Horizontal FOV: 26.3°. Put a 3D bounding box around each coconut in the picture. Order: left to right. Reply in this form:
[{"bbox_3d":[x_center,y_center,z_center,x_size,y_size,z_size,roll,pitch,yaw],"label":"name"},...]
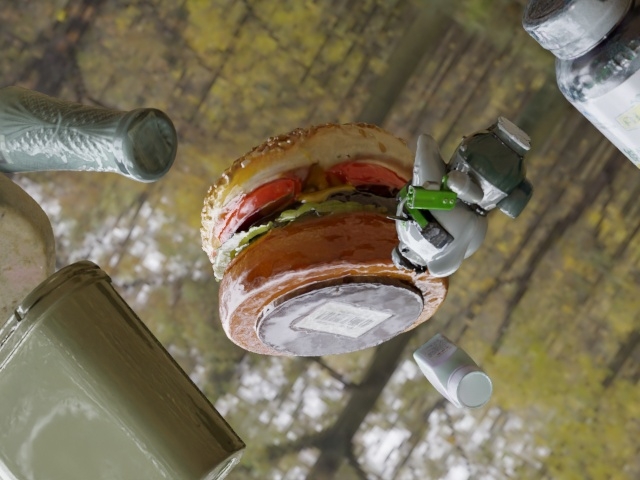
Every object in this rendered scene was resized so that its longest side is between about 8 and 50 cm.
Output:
[{"bbox_3d":[-0.423,0.019,1.559,0.227,0.227,0.230,23,176,-41],"label":"coconut"}]

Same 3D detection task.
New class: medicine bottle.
[{"bbox_3d":[0.175,0.174,1.770,0.074,0.055,0.118,56,174,-20],"label":"medicine bottle"},{"bbox_3d":[0.329,-0.151,1.337,0.293,0.141,0.141,40,-173,-19],"label":"medicine bottle"}]

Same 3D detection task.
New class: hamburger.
[{"bbox_3d":[0.000,0.000,1.876,0.330,0.330,0.250,21,-131,-45],"label":"hamburger"}]

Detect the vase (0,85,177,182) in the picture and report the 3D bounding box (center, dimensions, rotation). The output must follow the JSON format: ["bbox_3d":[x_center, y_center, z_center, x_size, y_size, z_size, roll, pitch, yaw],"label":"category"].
[{"bbox_3d":[-0.250,-0.107,1.426,0.219,0.096,0.096,9,174,37],"label":"vase"}]

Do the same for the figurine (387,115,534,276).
[{"bbox_3d":[0.137,-0.042,1.407,0.126,0.192,0.147,32,-159,-12],"label":"figurine"}]

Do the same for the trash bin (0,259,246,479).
[{"bbox_3d":[-0.225,0.187,1.351,0.247,0.243,0.121,48,-154,12],"label":"trash bin"}]
